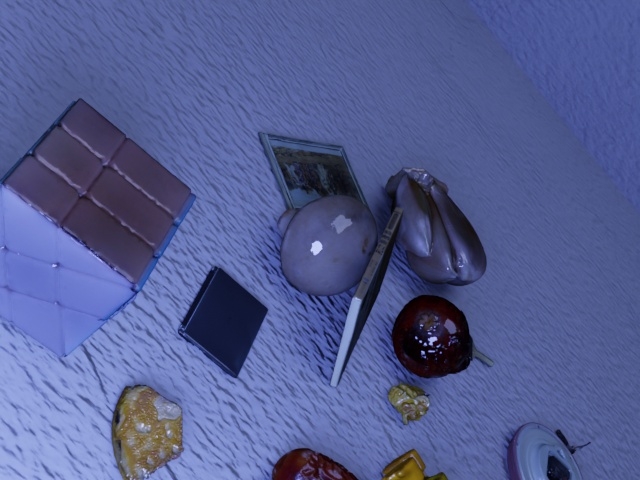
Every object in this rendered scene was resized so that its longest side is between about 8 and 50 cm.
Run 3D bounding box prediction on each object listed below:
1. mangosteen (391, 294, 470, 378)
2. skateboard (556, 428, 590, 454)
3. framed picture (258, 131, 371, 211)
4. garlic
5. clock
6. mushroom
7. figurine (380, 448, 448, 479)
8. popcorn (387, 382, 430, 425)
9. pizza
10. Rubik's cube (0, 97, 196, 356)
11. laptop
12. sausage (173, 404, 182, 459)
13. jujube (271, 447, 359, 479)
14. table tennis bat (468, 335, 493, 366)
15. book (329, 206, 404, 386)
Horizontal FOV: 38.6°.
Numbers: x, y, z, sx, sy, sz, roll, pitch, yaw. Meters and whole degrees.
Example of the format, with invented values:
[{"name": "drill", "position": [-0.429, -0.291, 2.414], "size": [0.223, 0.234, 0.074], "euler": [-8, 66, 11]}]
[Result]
[{"name": "mangosteen", "position": [0.227, 0.199, 1.827], "size": [0.180, 0.166, 0.166], "euler": [43, 27, -59]}, {"name": "skateboard", "position": [0.585, 0.464, 2.115], "size": [0.083, 0.032, 0.063], "euler": [6, 46, -43]}, {"name": "framed picture", "position": [-0.002, -0.132, 1.955], "size": [0.274, 0.017, 0.217], "euler": [1, 61, -49]}, {"name": "garlic", "position": [0.261, -0.010, 2.055], "size": [0.279, 0.132, 0.325], "euler": [21, 44, -37]}, {"name": "clock", "position": [0.488, 0.505, 1.942], "size": [0.244, 0.056, 0.244], "euler": [31, 40, -30]}, {"name": "mushroom", "position": [0.000, 0.000, 1.723], "size": [0.204, 0.204, 0.204], "euler": [30, 41, -30]}, {"name": "figurine", "position": [0.240, 0.513, 1.549], "size": [0.343, 0.187, 0.215], "euler": [50, 20, 7]}, {"name": "popcorn", "position": [0.177, 0.303, 1.733], "size": [0.084, 0.084, 0.084], "euler": [30, 41, -30]}, {"name": "pizza", "position": [-0.245, 0.274, 1.288], "size": [0.099, 0.035, 0.160], "euler": [4, 52, -19]}, {"name": "Rubik's cube", "position": [-0.349, -0.014, 1.266], "size": [0.221, 0.231, 0.224], "euler": [41, 38, -16]}, {"name": "laptop", "position": [-0.161, 0.134, 1.540], "size": [0.129, 0.016, 0.180], "euler": [43, 37, -15]}, {"name": "sausage", "position": [-0.218, 0.279, 1.332], "size": [0.034, 0.034, 0.083], "euler": [25, 45, -35]}, {"name": "jujube", "position": [0.004, 0.398, 1.425], "size": [0.176, 0.109, 0.112], "euler": [44, 2, -8]}, {"name": "table tennis bat", "position": [0.327, 0.236, 2.022], "size": [0.156, 0.013, 0.087], "euler": [37, 37, -22]}, {"name": "book", "position": [0.089, 0.100, 1.707], "size": [0.021, 0.216, 0.310], "euler": [19, 37, 9]}]
